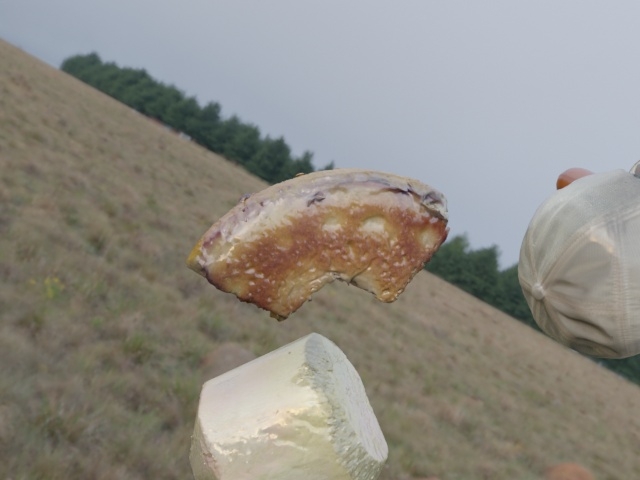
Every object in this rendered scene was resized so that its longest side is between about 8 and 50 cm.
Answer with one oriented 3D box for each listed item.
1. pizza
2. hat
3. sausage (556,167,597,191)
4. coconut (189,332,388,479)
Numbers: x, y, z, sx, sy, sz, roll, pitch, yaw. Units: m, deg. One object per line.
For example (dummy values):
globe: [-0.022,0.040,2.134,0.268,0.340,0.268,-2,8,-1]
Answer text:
pizza: [0.000,0.000,0.985,0.305,0.161,0.085,-12,17,-7]
hat: [0.327,0.036,0.844,0.275,0.161,0.232,8,-52,32]
sausage: [0.447,-0.062,1.379,0.076,0.076,0.197,28,9,-27]
coconut: [-0.056,0.260,1.126,0.239,0.244,0.239,58,12,-19]
